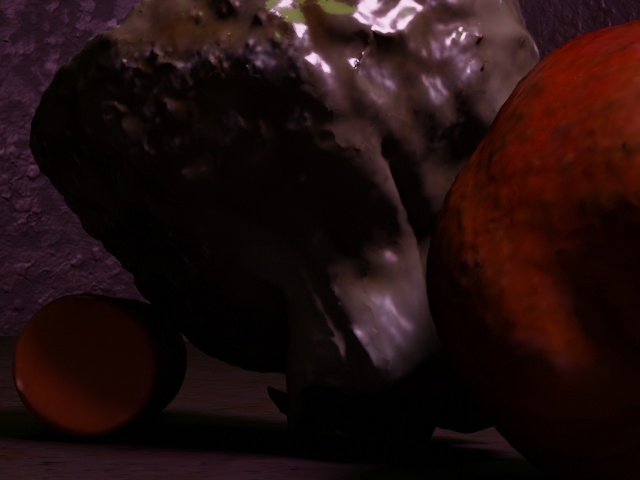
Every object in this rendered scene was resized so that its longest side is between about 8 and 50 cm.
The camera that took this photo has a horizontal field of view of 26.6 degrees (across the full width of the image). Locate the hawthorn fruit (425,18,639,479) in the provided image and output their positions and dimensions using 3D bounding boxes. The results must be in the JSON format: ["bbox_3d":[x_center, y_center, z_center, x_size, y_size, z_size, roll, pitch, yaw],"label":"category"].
[{"bbox_3d":[0.128,0.006,0.481,0.189,0.189,0.189,2,-3,0],"label":"hawthorn fruit"}]

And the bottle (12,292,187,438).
[{"bbox_3d":[-0.102,0.061,0.695,0.069,0.069,0.187,2,-2,2],"label":"bottle"}]

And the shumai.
[{"bbox_3d":[-0.001,-0.002,0.613,0.189,0.218,0.256,-16,-11,-44],"label":"shumai"}]
